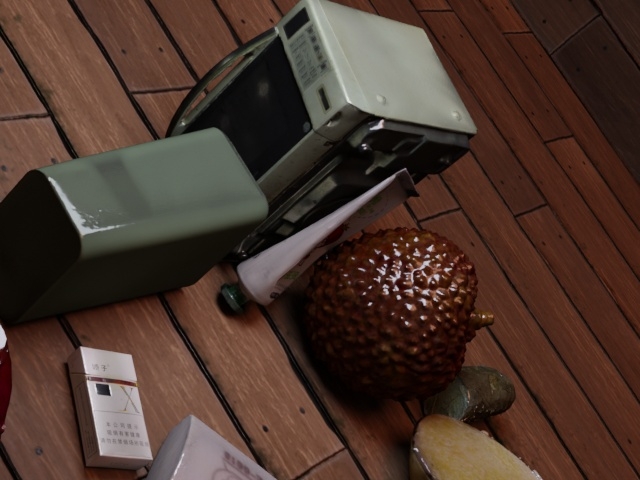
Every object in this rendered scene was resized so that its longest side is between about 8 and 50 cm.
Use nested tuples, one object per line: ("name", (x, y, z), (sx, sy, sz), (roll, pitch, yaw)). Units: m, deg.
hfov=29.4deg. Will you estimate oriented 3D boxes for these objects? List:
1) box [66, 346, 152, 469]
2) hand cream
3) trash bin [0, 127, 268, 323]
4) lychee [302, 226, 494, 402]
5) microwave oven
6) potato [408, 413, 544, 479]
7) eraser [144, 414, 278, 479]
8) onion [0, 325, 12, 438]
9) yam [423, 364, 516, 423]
("box", (-0.271, 0.215, 1.565), (0.084, 0.040, 0.154), (13, 49, -42))
("hand cream", (0.000, 0.000, 1.841), (0.076, 0.336, 0.121), (59, 6, 17))
("trash bin", (-0.273, -0.022, 1.641), (0.343, 0.223, 0.158), (-14, 69, -51))
("lychee", (0.122, 0.113, 1.920), (0.304, 0.275, 0.275), (5, 43, 0))
("microwave oven", (-0.015, -0.144, 1.898), (0.333, 0.394, 0.247), (5, 54, -47))
("potato", (0.244, 0.407, 1.927), (0.299, 0.116, 0.239), (36, 31, -4))
("eraser", (-0.100, 0.367, 1.574), (0.270, 0.095, 0.174), (41, 31, -15))
("onion", (-0.445, 0.129, 1.290), (0.216, 0.206, 0.207), (5, 54, -49))
("yam", (0.253, 0.264, 2.090), (0.183, 0.107, 0.107), (3, 55, -52))
